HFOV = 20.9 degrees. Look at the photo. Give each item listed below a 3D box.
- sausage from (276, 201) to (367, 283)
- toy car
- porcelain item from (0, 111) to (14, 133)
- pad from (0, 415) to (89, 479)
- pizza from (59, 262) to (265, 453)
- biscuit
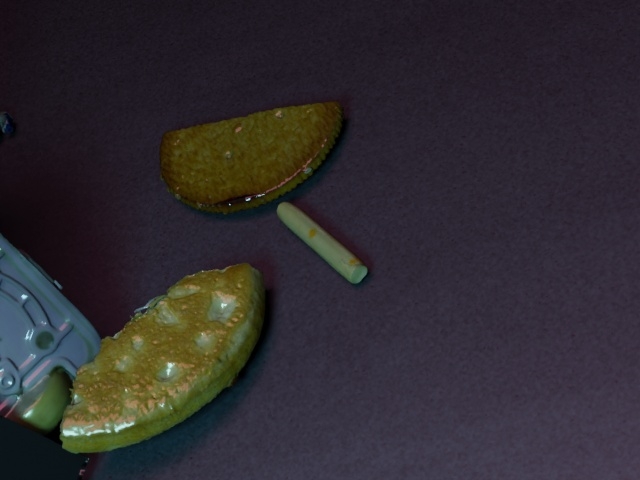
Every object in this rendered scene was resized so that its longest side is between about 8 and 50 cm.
[{"bbox_3d":[0.000,0.000,1.655,0.024,0.024,0.132,-41,48,-8],"label":"sausage"},{"bbox_3d":[-0.403,0.131,1.619,0.336,0.242,0.226,-48,29,-12],"label":"toy car"},{"bbox_3d":[-0.407,-0.098,1.937,0.136,0.021,0.075,-11,55,19],"label":"porcelain item"},{"bbox_3d":[-0.329,0.218,1.508,0.004,0.243,0.164,-13,53,56],"label":"pad"},{"bbox_3d":[-0.138,0.114,1.604,0.127,0.058,0.246,26,60,23],"label":"pizza"},{"bbox_3d":[-0.076,-0.079,1.754,0.206,0.025,0.126,-9,51,22],"label":"biscuit"}]
